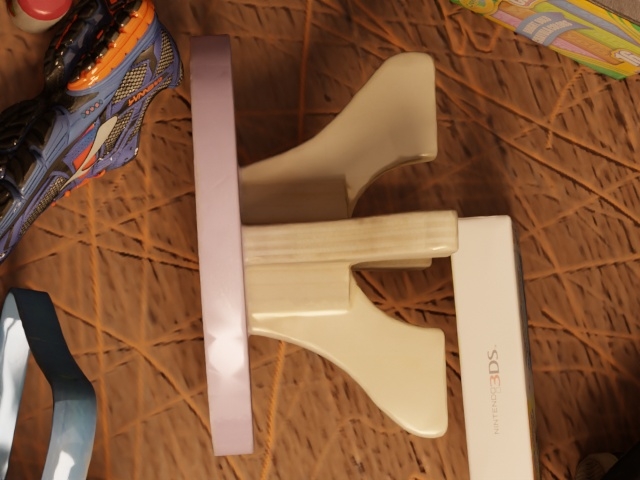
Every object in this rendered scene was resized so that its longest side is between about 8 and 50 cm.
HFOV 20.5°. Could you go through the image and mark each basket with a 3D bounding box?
[{"bbox_3d":[-0.194,0.191,1.081,0.201,0.255,0.289,7,103,-16],"label":"basket"}]

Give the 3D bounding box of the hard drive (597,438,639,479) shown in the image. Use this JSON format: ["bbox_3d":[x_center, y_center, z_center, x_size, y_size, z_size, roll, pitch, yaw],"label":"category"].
[{"bbox_3d":[0.302,0.277,1.259,0.237,0.064,0.339,-39,114,-28],"label":"hard drive"}]

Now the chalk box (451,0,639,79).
[{"bbox_3d":[0.175,-0.224,1.285,0.213,0.132,0.132,24,80,-14],"label":"chalk box"}]

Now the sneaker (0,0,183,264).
[{"bbox_3d":[-0.166,-0.064,1.192,0.221,0.083,0.087,-52,130,-3],"label":"sneaker"}]

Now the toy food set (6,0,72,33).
[{"bbox_3d":[-0.195,-0.235,1.180,0.111,0.104,0.232,15,82,-16],"label":"toy food set"}]

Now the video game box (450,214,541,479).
[{"bbox_3d":[0.122,0.087,1.216,0.048,0.187,0.205,-5,88,10],"label":"video game box"}]

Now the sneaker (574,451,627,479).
[{"bbox_3d":[0.254,0.267,1.298,0.118,0.083,0.222,2,84,-18],"label":"sneaker"}]

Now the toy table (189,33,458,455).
[{"bbox_3d":[0.000,0.000,1.168,0.161,0.252,0.274,-2,98,-2],"label":"toy table"}]
